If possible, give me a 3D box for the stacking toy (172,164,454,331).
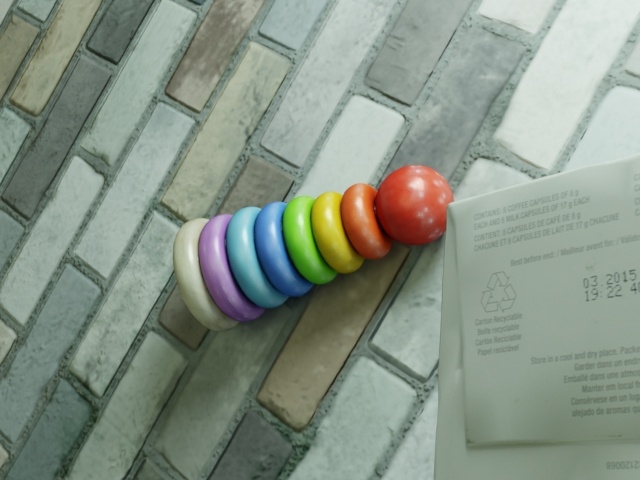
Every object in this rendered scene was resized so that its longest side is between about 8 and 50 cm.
[{"bbox_3d":[0.000,0.000,1.204,0.330,0.141,0.141,-17,66,20],"label":"stacking toy"}]

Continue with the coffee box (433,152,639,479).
[{"bbox_3d":[0.318,0.138,0.780,0.337,0.334,0.338,-13,67,46],"label":"coffee box"}]
